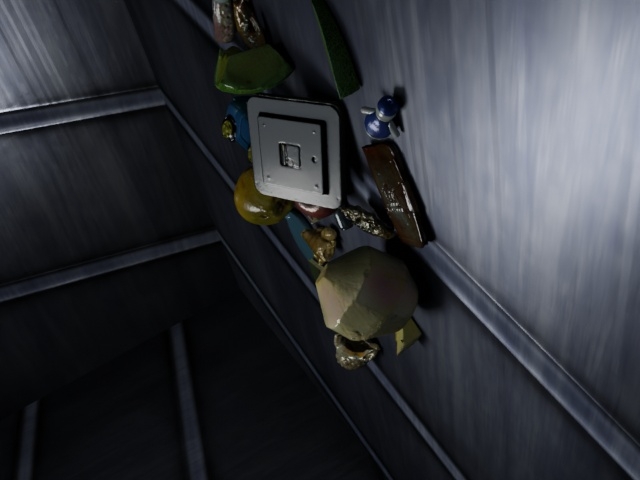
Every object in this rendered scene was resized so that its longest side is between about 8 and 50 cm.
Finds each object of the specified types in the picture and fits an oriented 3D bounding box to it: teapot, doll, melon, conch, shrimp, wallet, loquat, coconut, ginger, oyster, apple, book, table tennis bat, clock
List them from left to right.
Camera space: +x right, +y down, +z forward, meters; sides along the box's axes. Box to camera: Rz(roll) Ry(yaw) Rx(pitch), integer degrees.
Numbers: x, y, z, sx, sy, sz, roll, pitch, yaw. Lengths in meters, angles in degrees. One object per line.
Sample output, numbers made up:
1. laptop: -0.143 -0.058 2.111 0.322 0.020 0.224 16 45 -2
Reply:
1. melon: -0.210 -0.476 1.769 0.323 0.196 0.124 -139 39 -65
2. shrimp: -0.183 -0.583 1.729 0.132 0.051 0.187 33 157 36
3. loquat: -0.204 -0.165 2.183 0.246 0.213 0.213 30 147 43
4. clock: -0.064 -0.225 1.616 0.273 0.049 0.279 12 122 27
5. table tennis bat: -0.079 -0.037 2.308 0.329 0.044 0.215 55 164 13
6. apple: -0.006 -0.139 1.738 0.153 0.120 0.153 17 120 31
7. ginger: 0.003 0.013 2.063 0.205 0.081 0.115 5 116 69
8. melon: 0.018 -0.438 1.383 0.114 0.053 0.262 -106 -6 -80
9. book: 0.064 0.194 2.232 0.289 0.026 0.201 37 154 45
10. teapot: 0.066 -0.075 1.812 0.049 0.063 0.083 -11 107 40
11. conch: 0.121 0.377 2.220 0.155 0.130 0.207 34 155 -21
12. coconut: 0.109 0.136 1.626 0.259 0.259 0.259 53 162 26
13. oyster: 0.123 -0.044 1.602 0.148 0.103 0.051 29 105 38
14. doll: 0.127 -0.252 1.304 0.099 0.057 0.143 37 160 5
15. wallet: 0.174 -0.103 1.447 0.255 0.031 0.137 66 164 -14

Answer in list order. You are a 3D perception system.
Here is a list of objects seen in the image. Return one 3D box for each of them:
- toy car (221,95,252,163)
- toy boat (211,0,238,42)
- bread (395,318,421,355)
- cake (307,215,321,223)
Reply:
1. toy car: -0.138 -0.313 1.821 0.314 0.198 0.166 45 125 40
2. toy boat: -0.260 -0.648 1.775 0.227 0.085 0.155 103 159 -64
3. bread: 0.223 0.250 1.793 0.109 0.080 0.084 54 160 15
4. cake: -0.040 -0.124 2.024 0.140 0.051 0.055 58 164 6
